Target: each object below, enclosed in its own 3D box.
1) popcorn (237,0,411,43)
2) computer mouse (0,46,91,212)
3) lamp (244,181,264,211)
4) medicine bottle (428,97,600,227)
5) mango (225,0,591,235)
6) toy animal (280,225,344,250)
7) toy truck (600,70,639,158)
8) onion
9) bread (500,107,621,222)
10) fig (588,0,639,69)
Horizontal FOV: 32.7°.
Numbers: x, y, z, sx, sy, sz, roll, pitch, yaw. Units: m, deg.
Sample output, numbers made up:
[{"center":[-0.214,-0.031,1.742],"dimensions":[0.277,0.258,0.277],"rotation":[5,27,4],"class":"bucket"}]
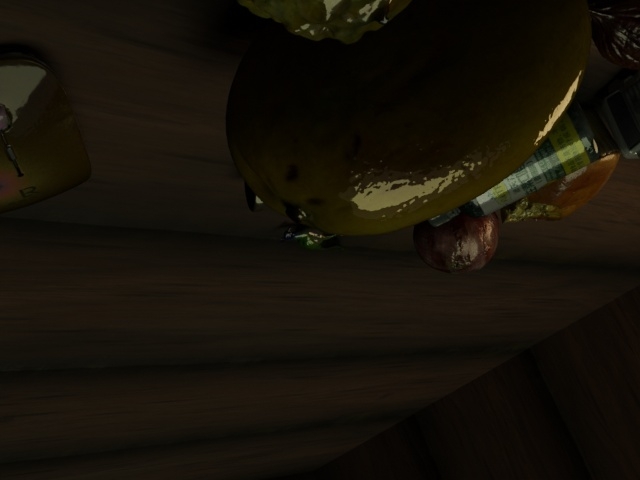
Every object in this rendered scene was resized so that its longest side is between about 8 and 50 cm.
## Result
[{"center":[0.012,-0.288,1.009],"dimensions":[0.266,0.192,0.233],"rotation":[-24,159,-29],"class":"popcorn"},{"center":[-0.355,-0.106,1.253],"dimensions":[0.158,0.071,0.310],"rotation":[-20,158,-11],"class":"computer mouse"},{"center":[0.000,-0.083,1.604],"dimensions":[0.215,0.121,0.121],"rotation":[-6,155,-16],"class":"lamp"},{"center":[0.288,-0.128,1.751],"dimensions":[0.293,0.141,0.141],"rotation":[-26,159,12],"class":"medicine bottle"},{"center":[0.107,-0.179,1.242],"dimensions":[0.445,0.301,0.220],"rotation":[-30,166,-11],"class":"mango"},{"center":[0.013,-0.008,1.910],"dimensions":[0.075,0.041,0.217],"rotation":[-31,162,24],"class":"toy animal"},{"center":[0.640,-0.221,1.882],"dimensions":[0.367,0.146,0.175],"rotation":[-4,156,-41],"class":"toy truck"},{"center":[0.238,-0.036,1.946],"dimensions":[0.160,0.159,0.195],"rotation":[-21,129,-5],"class":"onion"},{"center":[0.413,-0.121,1.914],"dimensions":[0.179,0.133,0.250],"rotation":[-14,159,-32],"class":"bread"},{"center":[0.407,-0.308,1.470],"dimensions":[0.201,0.133,0.146],"rotation":[8,135,-39],"class":"fig"}]
